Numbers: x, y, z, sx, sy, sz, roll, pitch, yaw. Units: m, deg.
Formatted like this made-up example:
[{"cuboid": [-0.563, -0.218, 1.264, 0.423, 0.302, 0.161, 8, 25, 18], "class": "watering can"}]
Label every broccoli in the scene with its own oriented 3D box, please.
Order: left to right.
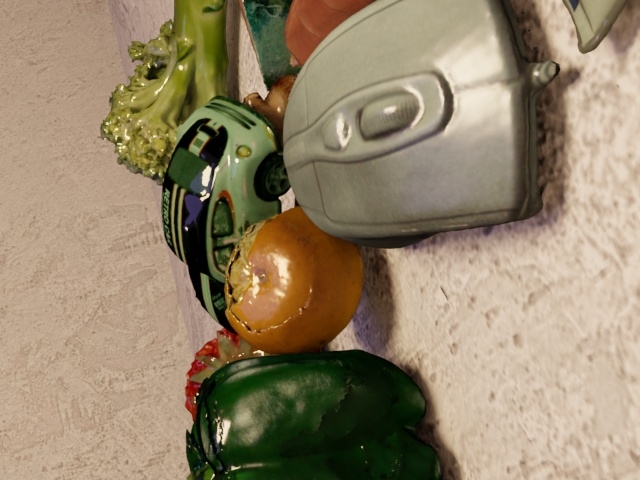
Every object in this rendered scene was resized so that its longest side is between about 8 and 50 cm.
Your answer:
[{"cuboid": [-0.204, -0.250, 1.152, 0.397, 0.274, 0.353, -34, 85, 48], "class": "broccoli"}]

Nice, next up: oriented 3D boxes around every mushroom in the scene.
[{"cuboid": [-0.039, -0.134, 0.853, 0.109, 0.085, 0.126, 50, 145, -3], "class": "mushroom"}]

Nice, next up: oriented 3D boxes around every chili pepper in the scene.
[{"cuboid": [-0.012, 0.236, 0.711, 0.249, 0.256, 0.233, 113, 148, -56], "class": "chili pepper"}]

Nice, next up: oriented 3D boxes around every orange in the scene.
[{"cuboid": [-0.027, 0.044, 0.754, 0.156, 0.134, 0.157, -12, 68, 31], "class": "orange"}]

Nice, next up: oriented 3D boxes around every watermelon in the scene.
[{"cuboid": [-0.071, -0.309, 0.878, 0.154, 0.094, 0.241, 90, 162, -55], "class": "watermelon"}]

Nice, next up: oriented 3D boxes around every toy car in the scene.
[{"cuboid": [-0.115, -0.010, 0.848, 0.136, 0.125, 0.306, 32, 131, 38], "class": "toy car"}]

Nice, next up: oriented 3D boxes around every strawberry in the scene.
[{"cuboid": [-0.078, 0.217, 1.022, 0.244, 0.205, 0.205, 64, -173, -67], "class": "strawberry"}]

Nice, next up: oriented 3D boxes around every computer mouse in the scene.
[{"cuboid": [0.048, -0.085, 0.585, 0.371, 0.121, 0.188, 169, 90, -68], "class": "computer mouse"}]

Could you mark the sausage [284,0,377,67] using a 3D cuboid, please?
[{"cuboid": [0.045, -0.222, 0.568, 0.433, 0.087, 0.088, 167, 93, -70], "class": "sausage"}]

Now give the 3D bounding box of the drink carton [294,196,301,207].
[{"cuboid": [0.000, 0.000, 0.854, 0.071, 0.056, 0.166, -112, 22, -48], "class": "drink carton"}]

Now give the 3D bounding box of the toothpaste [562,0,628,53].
[{"cuboid": [0.160, -0.198, 0.297, 0.069, 0.047, 0.268, 51, 154, 19], "class": "toothpaste"}]
